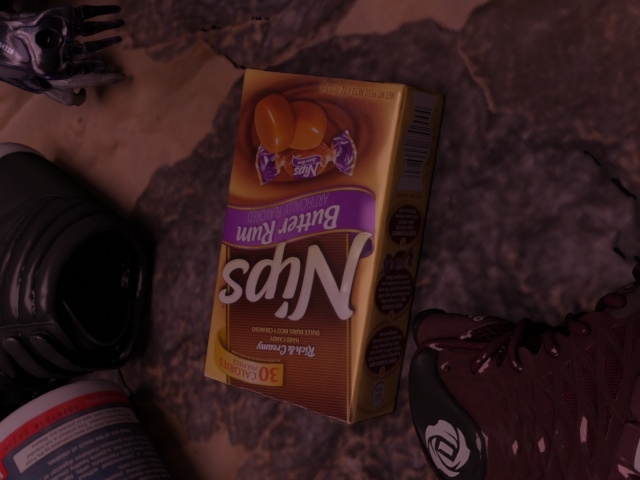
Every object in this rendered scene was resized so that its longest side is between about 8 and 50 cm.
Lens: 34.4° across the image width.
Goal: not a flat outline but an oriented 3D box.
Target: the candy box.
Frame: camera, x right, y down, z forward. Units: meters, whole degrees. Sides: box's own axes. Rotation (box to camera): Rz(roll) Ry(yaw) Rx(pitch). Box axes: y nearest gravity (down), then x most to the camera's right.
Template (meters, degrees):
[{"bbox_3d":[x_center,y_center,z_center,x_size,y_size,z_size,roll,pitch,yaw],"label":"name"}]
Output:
[{"bbox_3d":[0.000,0.000,0.594,0.109,0.053,0.186,12,97,34],"label":"candy box"}]

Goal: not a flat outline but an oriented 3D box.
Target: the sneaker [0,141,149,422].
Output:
[{"bbox_3d":[-0.210,0.090,0.705,0.147,0.105,0.295,22,98,38],"label":"sneaker"}]

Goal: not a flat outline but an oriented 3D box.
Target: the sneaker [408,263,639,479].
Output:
[{"bbox_3d":[0.120,0.039,0.481,0.163,0.106,0.281,30,107,34],"label":"sneaker"}]

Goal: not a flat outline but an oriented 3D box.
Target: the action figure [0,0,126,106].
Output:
[{"bbox_3d":[-0.190,-0.167,0.681,0.276,0.141,0.164,27,115,59],"label":"action figure"}]

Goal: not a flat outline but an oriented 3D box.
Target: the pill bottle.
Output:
[{"bbox_3d":[-0.131,0.188,0.649,0.108,0.108,0.180,-48,65,25],"label":"pill bottle"}]
